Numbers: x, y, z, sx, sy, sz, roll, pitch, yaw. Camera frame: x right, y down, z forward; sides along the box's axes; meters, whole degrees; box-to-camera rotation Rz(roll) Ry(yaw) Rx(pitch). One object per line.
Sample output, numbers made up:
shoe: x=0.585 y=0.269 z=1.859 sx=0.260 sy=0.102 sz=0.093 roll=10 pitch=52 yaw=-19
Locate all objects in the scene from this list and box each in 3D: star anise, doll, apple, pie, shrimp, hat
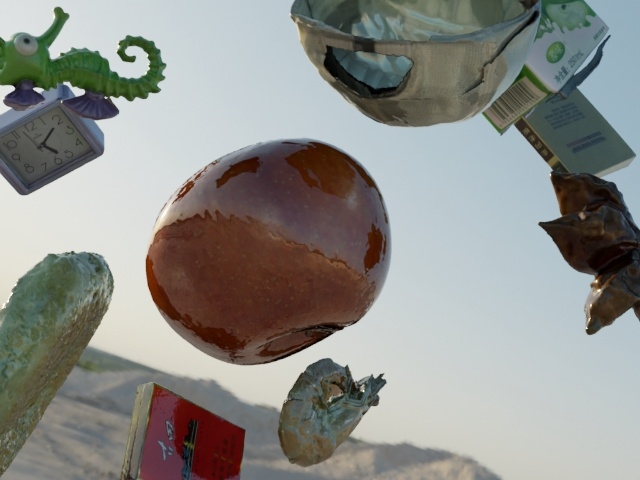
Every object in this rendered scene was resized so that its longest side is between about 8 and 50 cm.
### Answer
star anise: x=0.289 y=0.015 z=0.881 sx=0.212 sy=0.111 sz=0.196 roll=3 pitch=34 yaw=-37
doll: x=-0.258 y=-0.186 z=0.981 sx=0.190 sy=0.115 sz=0.050 roll=7 pitch=2 yaw=-25
apple: x=-0.045 y=0.020 z=0.840 sx=0.210 sy=0.173 sz=0.235 roll=-9 pitch=-28 yaw=-36
pie: x=-0.330 y=0.145 z=1.049 sx=0.070 sy=0.323 sz=0.323 roll=28 pitch=-11 yaw=-1
shrimp: x=0.011 y=0.159 z=0.918 sx=0.041 sy=0.099 sz=0.180 roll=-2 pitch=9 yaw=34
hat: x=0.100 y=-0.226 z=0.794 sx=0.232 sy=0.275 sz=0.161 roll=16 pitch=-10 yaw=18

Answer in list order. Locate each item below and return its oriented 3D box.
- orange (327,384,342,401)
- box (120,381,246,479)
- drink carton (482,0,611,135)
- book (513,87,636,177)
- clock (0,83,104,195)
orange: x=0.013 y=0.221 z=1.335 sx=0.083 sy=0.083 sz=0.070 roll=26 pitch=-28 yaw=-33
box: x=-0.121 y=0.195 z=0.840 sx=0.023 sy=0.090 sz=0.133 roll=-18 pitch=-39 yaw=31
drink carton: x=0.192 y=-0.274 z=1.057 sx=0.271 sy=0.161 sz=0.108 roll=47 pitch=-33 yaw=-6
book: x=0.319 y=-0.179 z=1.277 sx=0.231 sy=0.161 sz=0.026 roll=54 pitch=-43 yaw=17
clock: x=-0.518 y=-0.189 z=1.720 sx=0.145 sy=0.193 sz=0.073 roll=57 pitch=8 yaw=-40
